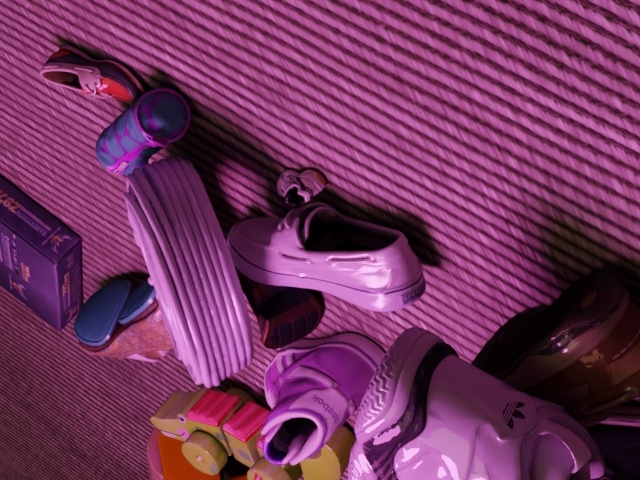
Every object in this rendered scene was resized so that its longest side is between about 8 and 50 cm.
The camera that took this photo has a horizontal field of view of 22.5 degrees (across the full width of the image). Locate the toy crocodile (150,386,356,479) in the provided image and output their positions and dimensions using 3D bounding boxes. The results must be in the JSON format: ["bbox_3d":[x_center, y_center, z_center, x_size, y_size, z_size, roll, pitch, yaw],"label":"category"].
[{"bbox_3d":[-0.094,0.261,2.165,0.340,0.115,0.105,16,138,40],"label":"toy crocodile"}]

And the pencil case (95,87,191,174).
[{"bbox_3d":[-0.196,-0.117,1.771,0.064,0.070,0.152,20,159,-19],"label":"pencil case"}]

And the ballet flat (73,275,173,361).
[{"bbox_3d":[-0.227,0.110,2.130,0.123,0.123,0.348,48,154,-11],"label":"ballet flat"}]

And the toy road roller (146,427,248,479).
[{"bbox_3d":[-0.115,0.416,2.393,0.202,0.241,0.329,97,159,-59],"label":"toy road roller"}]

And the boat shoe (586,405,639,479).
[{"bbox_3d":[0.257,0.269,1.634,0.187,0.156,0.500,48,155,-15],"label":"boat shoe"}]

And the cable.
[{"bbox_3d":[-0.142,0.035,1.764,0.257,0.089,0.257,84,165,-59],"label":"cable"}]

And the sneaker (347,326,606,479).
[{"bbox_3d":[0.138,0.244,1.510,0.210,0.137,0.366,24,144,17],"label":"sneaker"}]

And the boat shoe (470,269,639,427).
[{"bbox_3d":[0.220,0.136,1.521,0.120,0.122,0.324,41,155,-3],"label":"boat shoe"}]

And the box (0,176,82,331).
[{"bbox_3d":[-0.429,0.015,2.319,0.183,0.059,0.232,36,154,11],"label":"box"}]

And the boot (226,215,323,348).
[{"bbox_3d":[-0.056,0.051,1.864,0.106,0.082,0.219,62,172,20],"label":"boot"}]

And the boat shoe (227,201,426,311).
[{"bbox_3d":[0.000,0.000,1.673,0.258,0.095,0.084,11,130,38],"label":"boat shoe"}]

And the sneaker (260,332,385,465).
[{"bbox_3d":[-0.036,0.202,1.938,0.102,0.161,0.282,43,156,-5],"label":"sneaker"}]

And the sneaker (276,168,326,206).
[{"bbox_3d":[-0.029,-0.053,1.676,0.032,0.037,0.083,48,155,-16],"label":"sneaker"}]

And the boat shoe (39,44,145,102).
[{"bbox_3d":[-0.254,-0.179,1.793,0.137,0.043,0.049,24,147,30],"label":"boat shoe"}]
